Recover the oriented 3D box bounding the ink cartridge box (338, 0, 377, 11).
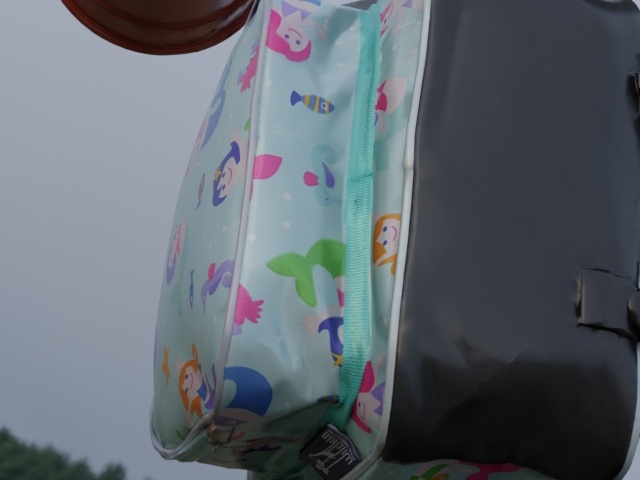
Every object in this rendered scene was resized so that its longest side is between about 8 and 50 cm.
[{"bbox_3d":[0.040,-0.201,1.546,0.065,0.165,0.332,28,-10,-23],"label":"ink cartridge box"}]

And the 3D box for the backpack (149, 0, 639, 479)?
[{"bbox_3d":[0.027,0.024,0.567,0.191,0.225,0.253,8,-25,-5],"label":"backpack"}]

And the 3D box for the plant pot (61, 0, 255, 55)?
[{"bbox_3d":[-0.151,-0.355,1.353,0.272,0.272,0.265,24,-10,-9],"label":"plant pot"}]
